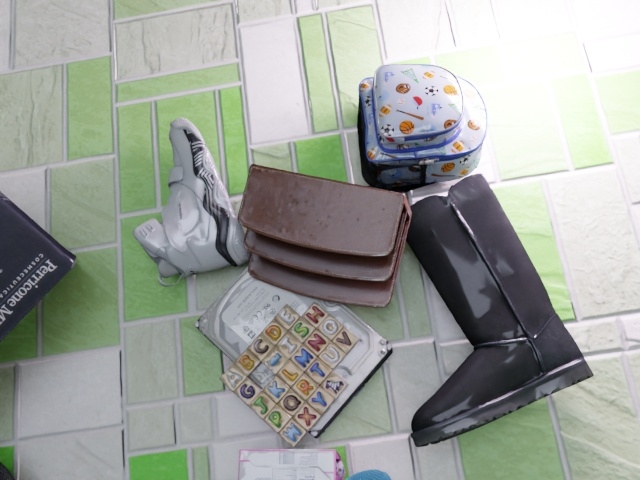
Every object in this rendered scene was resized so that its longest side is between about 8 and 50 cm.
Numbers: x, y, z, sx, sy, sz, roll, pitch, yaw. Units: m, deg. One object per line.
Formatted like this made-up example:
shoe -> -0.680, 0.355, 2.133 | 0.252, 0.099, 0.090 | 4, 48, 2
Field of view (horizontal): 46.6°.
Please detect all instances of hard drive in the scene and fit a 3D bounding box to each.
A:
hard drive -> -0.056, 0.195, 1.492 | 0.339, 0.064, 0.237 | 40, 79, 17

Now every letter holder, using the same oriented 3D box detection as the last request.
letter holder -> 0.000, 0.000, 1.425 | 0.301, 0.152, 0.215 | 12, 82, 14

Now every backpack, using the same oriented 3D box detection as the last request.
backpack -> 0.214, -0.243, 1.551 | 0.263, 0.213, 0.277 | -1, 67, -5

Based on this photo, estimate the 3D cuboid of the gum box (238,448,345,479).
gum box -> -0.050, 0.423, 1.383 | 0.188, 0.107, 0.062 | -1, 70, 6

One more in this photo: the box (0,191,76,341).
box -> -0.808, 0.055, 1.407 | 0.472, 0.297, 0.480 | 44, 78, -15

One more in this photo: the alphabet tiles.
alphabet tiles -> -0.046, 0.242, 1.435 | 0.198, 0.009, 0.237 | 39, 79, 18

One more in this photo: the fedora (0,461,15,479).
fedora -> -0.684, 0.482, 1.391 | 0.334, 0.334, 0.152 | 20, 40, 13

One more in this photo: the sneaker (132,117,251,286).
sneaker -> -0.303, -0.081, 1.579 | 0.210, 0.137, 0.366 | -23, 73, -5

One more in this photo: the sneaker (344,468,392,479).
sneaker -> 0.034, 0.496, 1.360 | 0.228, 0.092, 0.087 | -26, 75, -25

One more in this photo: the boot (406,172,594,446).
boot -> 0.258, 0.126, 1.433 | 0.366, 0.146, 0.445 | -21, 72, -10
